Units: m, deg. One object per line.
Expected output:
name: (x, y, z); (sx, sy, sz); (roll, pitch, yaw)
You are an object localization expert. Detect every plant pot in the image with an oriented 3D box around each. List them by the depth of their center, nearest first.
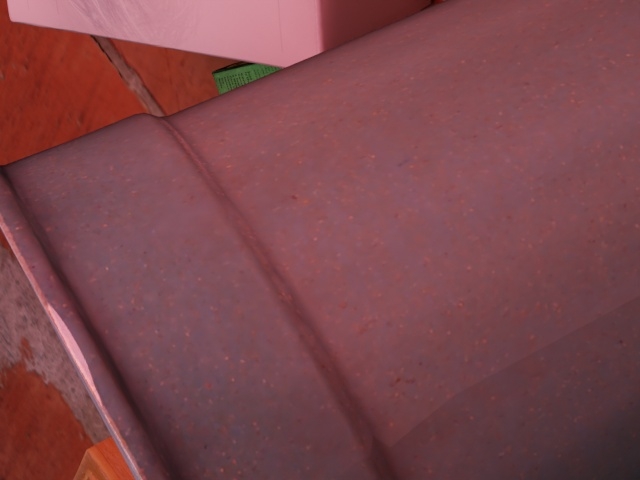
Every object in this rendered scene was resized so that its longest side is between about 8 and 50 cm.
plant pot: (0.063, 0.038, 0.878); (0.341, 0.334, 0.341); (60, 171, 15)

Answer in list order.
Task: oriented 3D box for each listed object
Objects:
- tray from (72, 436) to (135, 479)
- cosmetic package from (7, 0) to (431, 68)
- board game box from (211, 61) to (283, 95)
tray: (-0.077, 0.367, 1.527); (0.411, 0.076, 0.203); (52, 142, 20)
cosmetic package: (-0.065, -0.233, 1.066); (0.224, 0.138, 0.224); (11, 120, 27)
board game box: (0.013, 0.000, 1.240); (0.136, 0.030, 0.260); (-3, 107, 55)
